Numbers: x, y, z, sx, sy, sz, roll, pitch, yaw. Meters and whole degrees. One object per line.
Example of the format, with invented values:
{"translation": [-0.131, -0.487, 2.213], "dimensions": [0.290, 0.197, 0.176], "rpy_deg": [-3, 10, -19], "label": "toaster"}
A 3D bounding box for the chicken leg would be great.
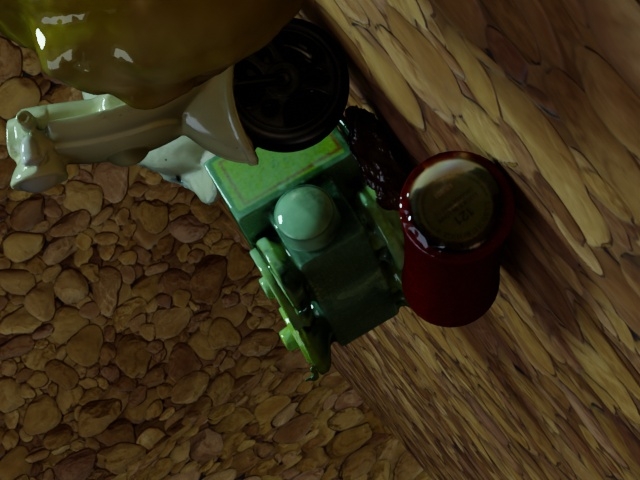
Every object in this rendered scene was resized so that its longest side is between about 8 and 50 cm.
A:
{"translation": [0.062, -0.050, 1.430], "dimensions": [0.145, 0.037, 0.062], "rpy_deg": [56, -164, -9], "label": "chicken leg"}

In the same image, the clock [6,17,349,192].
{"translation": [-0.176, -0.191, 1.392], "dimensions": [0.379, 0.276, 0.120], "rpy_deg": [57, 176, 8], "label": "clock"}

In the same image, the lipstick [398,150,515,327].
{"translation": [0.095, 0.004, 1.250], "dimensions": [0.080, 0.080, 0.241], "rpy_deg": [53, 173, 13], "label": "lipstick"}

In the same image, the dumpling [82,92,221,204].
{"translation": [-0.174, -0.204, 2.073], "dimensions": [0.318, 0.187, 0.243], "rpy_deg": [43, 130, 27], "label": "dumpling"}

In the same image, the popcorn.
{"translation": [-0.122, -0.205, 0.935], "dimensions": [0.316, 0.281, 0.297], "rpy_deg": [116, 142, -63], "label": "popcorn"}

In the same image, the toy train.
{"translation": [0.000, 0.000, 1.653], "dimensions": [0.188, 0.159, 0.271], "rpy_deg": [59, 177, 26], "label": "toy train"}
